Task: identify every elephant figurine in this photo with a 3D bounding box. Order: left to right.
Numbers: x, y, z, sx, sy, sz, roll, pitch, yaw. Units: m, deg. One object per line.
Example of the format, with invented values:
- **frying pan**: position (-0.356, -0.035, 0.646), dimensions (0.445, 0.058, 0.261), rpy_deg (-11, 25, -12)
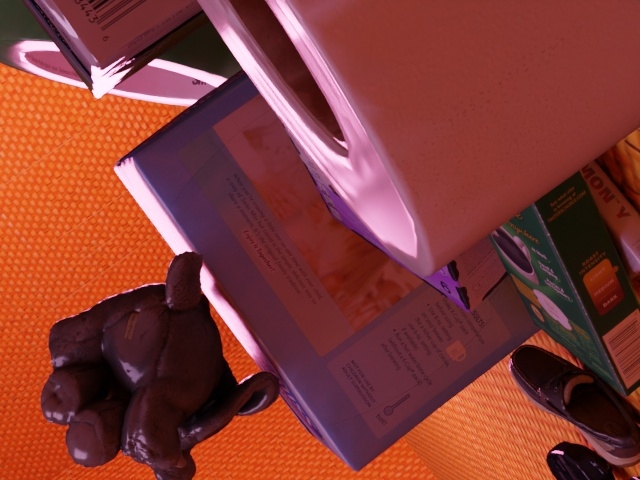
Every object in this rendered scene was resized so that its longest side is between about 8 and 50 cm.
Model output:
- **elephant figurine**: position (-0.125, 0.127, 1.089), dimensions (0.239, 0.186, 0.169), rpy_deg (24, -123, -61)

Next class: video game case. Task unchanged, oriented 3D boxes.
- **video game case**: position (0.149, -0.039, 0.837), dimensions (0.183, 0.023, 0.201), rpy_deg (53, 174, 11)

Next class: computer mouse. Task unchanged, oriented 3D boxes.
- **computer mouse**: position (0.289, 0.230, 1.188), dimensions (0.071, 0.041, 0.242), rpy_deg (56, 167, -6)

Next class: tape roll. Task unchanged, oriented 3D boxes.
- **tape roll**: position (-0.211, -0.217, 1.357), dimensions (0.321, 0.321, 0.077), rpy_deg (163, 116, -83)
- **tape roll**: position (0.038, -0.131, 0.467), dimensions (0.246, 0.169, 0.246), rpy_deg (55, 176, 5)

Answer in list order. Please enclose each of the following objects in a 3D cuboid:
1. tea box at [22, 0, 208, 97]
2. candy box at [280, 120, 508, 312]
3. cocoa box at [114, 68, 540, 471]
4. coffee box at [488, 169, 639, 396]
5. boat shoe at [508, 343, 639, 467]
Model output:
- **tea box**: position (-0.183, -0.310, 0.941), dimensions (0.329, 0.220, 0.323), rpy_deg (55, 174, -7)
- **candy box**: position (0.053, -0.059, 0.895), dimensions (0.165, 0.070, 0.196), rpy_deg (36, 165, 37)
- **cocoa box**: position (0.000, 0.000, 1.156), dimensions (0.347, 0.231, 0.228), rpy_deg (55, 171, -10)
- **coffee box**: position (0.148, 0.006, 0.777), dimensions (0.184, 0.040, 0.113), rpy_deg (57, 173, -32)
- **boat shoe**: position (0.225, 0.133, 1.063), dimensions (0.152, 0.056, 0.049), rpy_deg (37, 160, 36)
